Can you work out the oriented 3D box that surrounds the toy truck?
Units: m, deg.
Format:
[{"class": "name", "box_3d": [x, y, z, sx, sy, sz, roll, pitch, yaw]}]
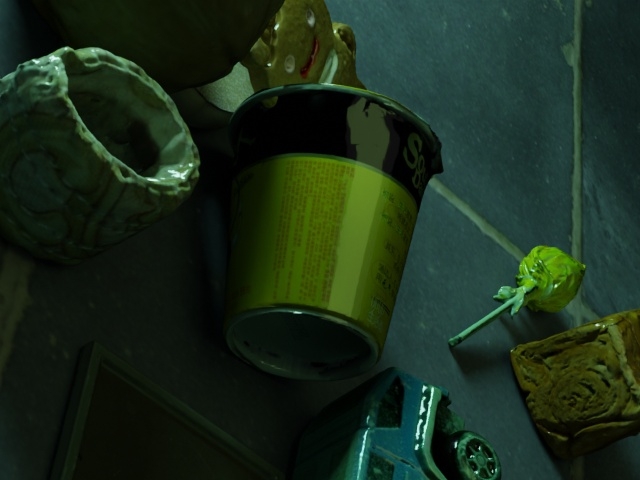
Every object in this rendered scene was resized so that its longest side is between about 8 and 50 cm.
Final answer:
[{"class": "toy truck", "box_3d": [0.056, 0.263, 1.548, 0.156, 0.155, 0.279, 34, 44, -22]}]

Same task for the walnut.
[{"class": "walnut", "box_3d": [-0.149, -0.275, 1.543, 0.227, 0.283, 0.283, 4, 60, -89]}]

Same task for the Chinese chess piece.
[{"class": "Chinese chess piece", "box_3d": [-0.117, -0.169, 1.683, 0.122, 0.051, 0.122, 29, 50, -40]}]

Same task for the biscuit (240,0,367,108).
[{"class": "biscuit", "box_3d": [-0.011, -0.169, 1.747, 0.249, 0.035, 0.184, 59, 43, -44]}]

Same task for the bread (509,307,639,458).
[{"class": "bread", "box_3d": [0.326, 0.161, 1.960, 0.143, 0.158, 0.149, -8, 71, -53]}]

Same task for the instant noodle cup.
[{"class": "instant noodle cup", "box_3d": [0.000, 0.000, 1.613, 0.215, 0.215, 0.236, 33, 53, -37]}]

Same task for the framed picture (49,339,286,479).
[{"class": "framed picture", "box_3d": [-0.136, 0.277, 1.394, 0.247, 0.022, 0.335, 39, 41, -32]}]

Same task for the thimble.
[{"class": "thimble", "box_3d": [-0.210, -0.076, 1.417, 0.190, 0.143, 0.137, 44, 40, -26]}]

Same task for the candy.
[{"class": "candy", "box_3d": [0.222, 0.072, 1.973, 0.077, 0.073, 0.262, 49, 40, 11]}]
